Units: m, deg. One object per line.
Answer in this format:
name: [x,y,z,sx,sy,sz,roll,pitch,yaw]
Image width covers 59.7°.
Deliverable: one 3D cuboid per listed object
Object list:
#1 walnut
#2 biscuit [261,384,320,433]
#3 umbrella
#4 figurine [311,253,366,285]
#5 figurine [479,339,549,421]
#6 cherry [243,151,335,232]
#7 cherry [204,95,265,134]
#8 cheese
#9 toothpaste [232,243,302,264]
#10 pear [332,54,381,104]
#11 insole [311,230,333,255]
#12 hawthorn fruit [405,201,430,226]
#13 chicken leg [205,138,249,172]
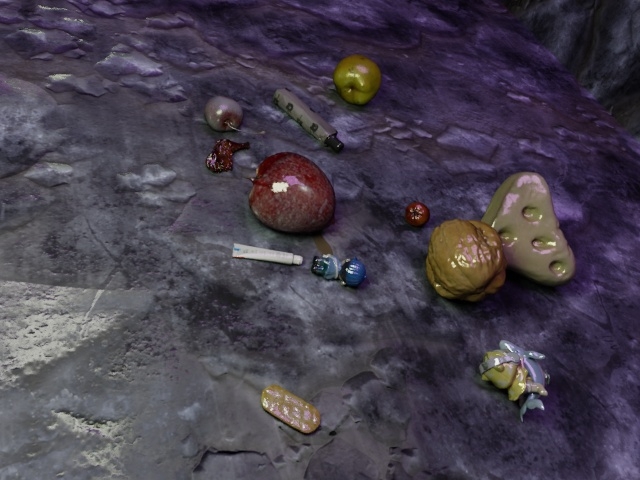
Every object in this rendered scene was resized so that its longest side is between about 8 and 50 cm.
walnut: [0.423,0.054,1.646,0.225,0.257,0.256,35,32,-40]
biscuit: [-0.067,0.376,1.245,0.147,0.018,0.071,30,45,5]
umbrella: [-0.042,-0.431,1.991,0.073,0.067,0.337,-36,70,-29]
figurine: [0.053,0.076,1.549,0.149,0.087,0.086,14,82,-12]
figurine: [0.512,0.358,1.459,0.184,0.128,0.208,4,52,-18]
cherry: [-0.078,-0.131,1.598,0.301,0.203,0.230,29,40,-17]
cherry: [-0.296,-0.415,1.841,0.188,0.115,0.148,-3,11,-36]
cheese: [0.689,-0.041,1.796,0.351,0.129,0.328,20,88,-3]
toothpaste: [-0.144,0.041,1.524,0.191,0.031,0.048,9,48,-12]
pear: [0.145,-0.630,2.181,0.200,0.200,0.199,13,45,-13]
insole: [0.000,0.000,1.647,0.045,0.002,0.135,-6,51,-30]
hawthorn fruit: [0.324,-0.084,1.832,0.081,0.081,0.093,49,19,23]
chicken leg: [-0.292,-0.274,1.741,0.093,0.053,0.205,43,48,-16]
